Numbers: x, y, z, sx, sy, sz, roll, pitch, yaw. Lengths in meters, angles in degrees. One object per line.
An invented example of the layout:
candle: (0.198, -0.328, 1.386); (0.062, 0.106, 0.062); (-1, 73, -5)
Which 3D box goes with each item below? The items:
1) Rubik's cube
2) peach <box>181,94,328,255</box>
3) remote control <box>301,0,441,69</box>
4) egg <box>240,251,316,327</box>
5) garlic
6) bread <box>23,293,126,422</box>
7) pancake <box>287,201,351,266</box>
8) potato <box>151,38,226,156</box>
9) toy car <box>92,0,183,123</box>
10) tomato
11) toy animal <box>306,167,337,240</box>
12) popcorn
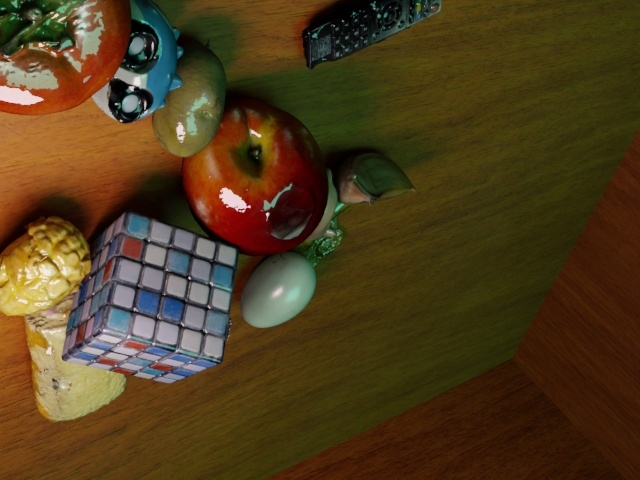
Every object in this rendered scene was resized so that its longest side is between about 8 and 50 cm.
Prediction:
Rubik's cube: (-0.386, 0.141, 1.821); (0.293, 0.292, 0.287); (17, 152, -29)
peach: (-0.143, -0.131, 1.889); (0.335, 0.310, 0.406); (-31, 144, -19)
remote control: (0.125, -0.528, 1.911); (0.398, 0.062, 0.145); (-29, 146, -20)
egg: (-0.127, 0.147, 2.341); (0.264, 0.183, 0.183); (-44, 148, 17)
garlic: (0.127, -0.162, 2.205); (0.338, 0.196, 0.151); (-16, 116, -64)
bread: (-0.617, 0.284, 2.022); (0.236, 0.165, 0.375); (-22, 143, -34)
pancake: (0.002, 0.004, 2.423); (0.197, 0.054, 0.377); (-5, 134, -43)
potato: (-0.275, -0.300, 1.681); (0.159, 0.174, 0.251); (7, 110, -46)
toy car: (-0.352, -0.353, 1.522); (0.190, 0.188, 0.255); (-24, 141, -40)
tomato: (-0.485, -0.373, 1.291); (0.341, 0.273, 0.342); (-10, 113, -26)
toy animal: (-0.027, -0.085, 2.183); (0.250, 0.166, 0.154); (99, 4, -64)
popcorn: (-0.603, 0.052, 1.728); (0.250, 0.190, 0.250); (-26, -174, 3)
